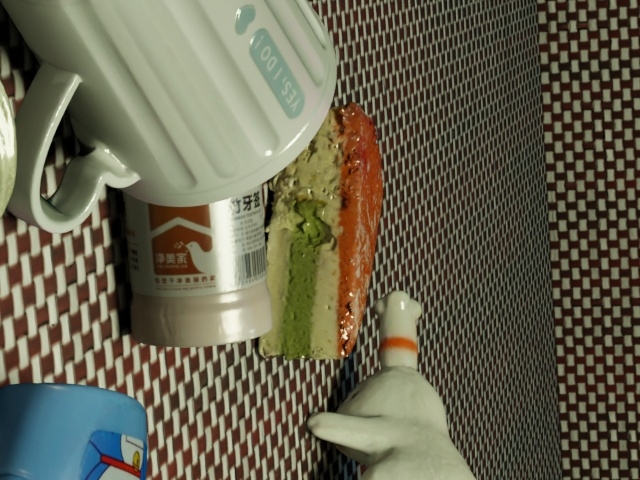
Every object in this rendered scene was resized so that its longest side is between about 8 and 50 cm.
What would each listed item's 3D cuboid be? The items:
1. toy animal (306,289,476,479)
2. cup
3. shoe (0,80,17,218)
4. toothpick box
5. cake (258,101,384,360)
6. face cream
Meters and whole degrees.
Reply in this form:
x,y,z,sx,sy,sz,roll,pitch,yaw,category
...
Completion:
x,y,z,sx,sy,sz,roll,pitch,yaw,category
0.059,0.187,1.693,0.140,0.138,0.282,83,-8,-46,toy animal
-0.100,-0.119,1.085,0.202,0.166,0.221,60,31,-54,cup
-0.215,-0.081,0.826,0.112,0.099,0.228,-53,135,-55,shoe
-0.084,-0.011,1.240,0.098,0.098,0.149,-35,123,-71,toothpick box
0.006,0.003,1.568,0.117,0.086,0.220,36,53,-67,cake
-0.150,0.215,1.026,0.149,0.083,0.264,34,57,-67,face cream
